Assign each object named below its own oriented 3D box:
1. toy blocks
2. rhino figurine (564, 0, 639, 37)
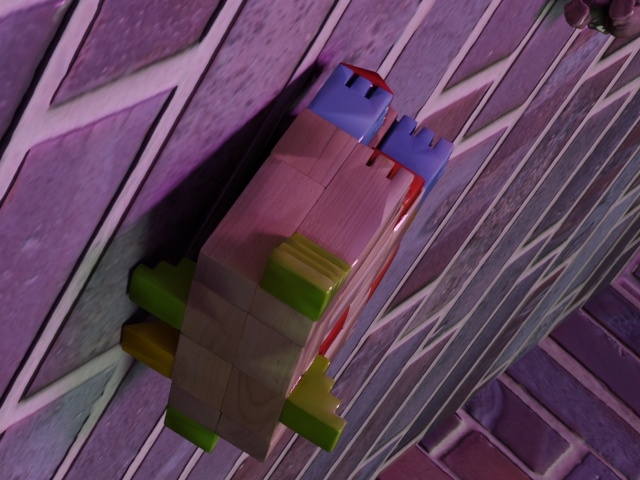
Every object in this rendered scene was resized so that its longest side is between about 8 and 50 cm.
[{"bbox_3d":[0.000,0.000,1.531,0.261,0.190,0.381,-55,172,-27],"label":"toy blocks"},{"bbox_3d":[0.331,-0.300,1.901,0.243,0.073,0.106,-58,161,10],"label":"rhino figurine"}]
